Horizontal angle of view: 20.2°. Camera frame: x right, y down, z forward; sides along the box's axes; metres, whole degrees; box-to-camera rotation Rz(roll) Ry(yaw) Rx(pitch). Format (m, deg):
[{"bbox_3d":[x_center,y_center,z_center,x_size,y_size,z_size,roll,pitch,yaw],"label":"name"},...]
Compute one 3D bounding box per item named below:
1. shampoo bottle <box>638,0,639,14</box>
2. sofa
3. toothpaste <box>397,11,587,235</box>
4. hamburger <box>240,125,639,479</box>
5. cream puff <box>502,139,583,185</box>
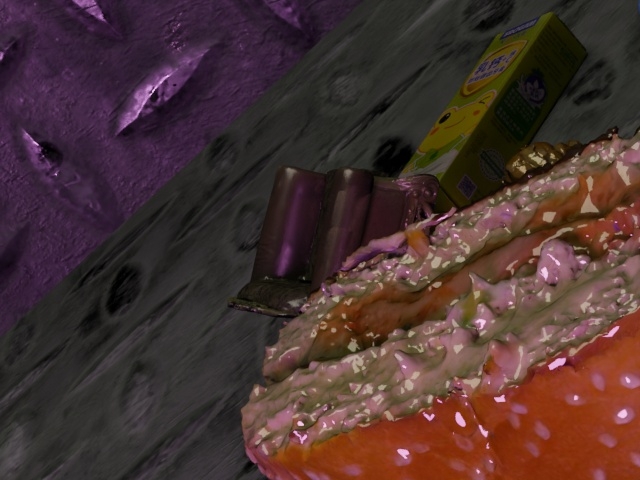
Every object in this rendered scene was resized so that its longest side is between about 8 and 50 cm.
[{"bbox_3d":[0.401,-0.220,1.728,0.258,0.061,0.104,1,-20,-45],"label":"shampoo bottle"},{"bbox_3d":[0.000,0.000,2.070,0.258,0.182,0.200,-170,94,-70],"label":"sofa"},{"bbox_3d":[0.205,-0.142,2.216,0.110,0.077,0.327,-19,30,55],"label":"toothpaste"},{"bbox_3d":[0.173,0.124,1.329,0.445,0.287,0.268,-29,23,31],"label":"hamburger"},{"bbox_3d":[0.252,-0.049,1.849,0.104,0.119,0.133,-32,40,-23],"label":"cream puff"}]
